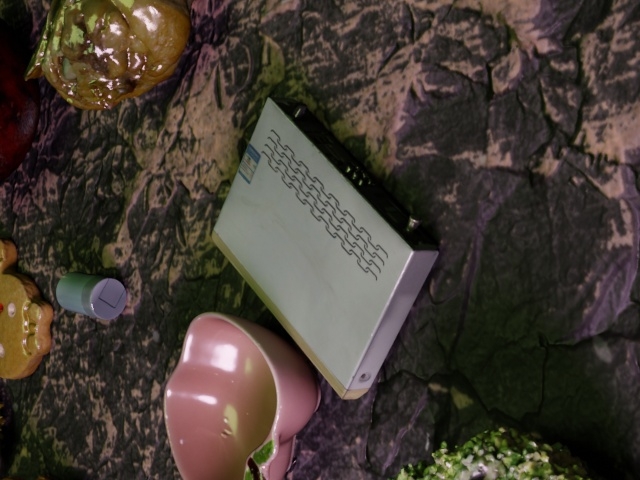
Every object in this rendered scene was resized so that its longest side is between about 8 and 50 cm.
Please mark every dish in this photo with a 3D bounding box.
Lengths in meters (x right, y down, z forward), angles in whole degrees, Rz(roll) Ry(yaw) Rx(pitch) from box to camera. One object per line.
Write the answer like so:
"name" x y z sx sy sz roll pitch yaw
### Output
"dish" -0.071 0.180 1.643 0.213 0.090 0.213 -1 89 51

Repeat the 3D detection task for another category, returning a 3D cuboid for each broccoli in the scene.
"broccoli" 0.165 0.263 1.308 0.198 0.176 0.226 -61 33 20

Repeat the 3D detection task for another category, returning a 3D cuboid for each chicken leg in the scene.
"chicken leg" -0.193 -0.343 1.730 0.201 0.152 0.429 34 109 52

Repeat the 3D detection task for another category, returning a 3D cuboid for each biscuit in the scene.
"biscuit" -0.433 0.092 2.102 0.249 0.035 0.184 42 122 40

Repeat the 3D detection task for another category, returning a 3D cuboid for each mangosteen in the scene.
"mangosteen" -0.496 -0.163 1.987 0.311 0.311 0.311 3 93 49

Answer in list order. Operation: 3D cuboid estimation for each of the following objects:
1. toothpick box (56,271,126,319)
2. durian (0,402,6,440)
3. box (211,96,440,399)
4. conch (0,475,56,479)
"toothpick box" -0.278 0.066 1.906 0.083 0.052 0.052 8 98 50
"durian" -0.478 0.258 2.135 0.108 0.119 0.187 85 176 -65
"box" 0.000 0.000 1.586 0.270 0.045 0.211 47 125 38
"conch" -0.316 0.360 1.948 0.330 0.093 0.109 22 91 26
